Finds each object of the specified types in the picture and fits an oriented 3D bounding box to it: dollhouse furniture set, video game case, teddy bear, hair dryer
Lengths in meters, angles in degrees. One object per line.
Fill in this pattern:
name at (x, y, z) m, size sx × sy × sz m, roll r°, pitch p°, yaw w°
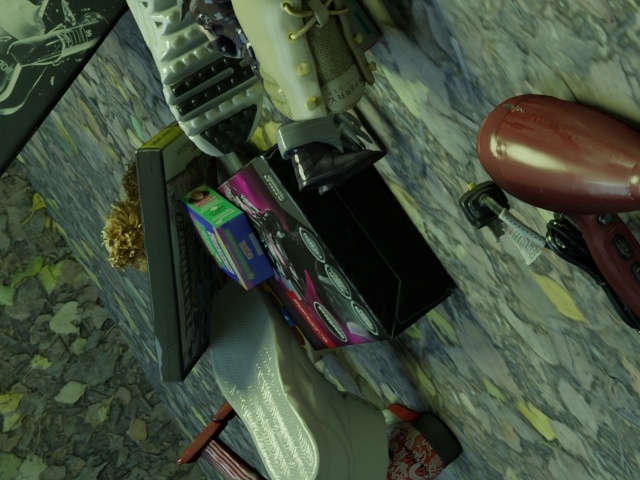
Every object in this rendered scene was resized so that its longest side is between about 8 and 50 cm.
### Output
dollhouse furniture set at (-0.053, 0.311, 2.571) m, size 0.201 × 0.152 × 0.374 m, roll 40°, pitch 178°, yaw 7°
video game case at (-0.159, -0.001, 2.199) m, size 0.248 × 0.035 × 0.275 m, roll -57°, pitch -37°, yaw -72°
teddy bear at (-0.155, 0.035, 2.427) m, size 0.338 × 0.113 × 0.245 m, roll 55°, pitch -152°, yaw -15°
hair dryer at (0.209, -0.020, 1.350) m, size 0.223 × 0.080 × 0.293 m, roll 36°, pitch 169°, yaw 9°

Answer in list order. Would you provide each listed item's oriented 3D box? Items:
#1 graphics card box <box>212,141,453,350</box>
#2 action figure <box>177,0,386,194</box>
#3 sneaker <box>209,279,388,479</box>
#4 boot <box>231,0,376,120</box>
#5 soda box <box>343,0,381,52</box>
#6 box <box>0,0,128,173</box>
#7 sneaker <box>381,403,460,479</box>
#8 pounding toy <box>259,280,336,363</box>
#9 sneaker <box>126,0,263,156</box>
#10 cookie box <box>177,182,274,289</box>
graphics card box at (0.000, 0.000, 2.013) m, size 0.233 × 0.094 × 0.371 m, roll 55°, pitch 166°, yaw -4°
action figure at (-0.051, -0.179, 1.760) m, size 0.285 × 0.099 × 0.185 m, roll 58°, pitch 174°, yaw 4°
sneaker at (-0.021, 0.183, 2.209) m, size 0.169 × 0.108 × 0.292 m, roll 17°, pitch -138°, yaw -48°
boot at (-0.006, -0.198, 1.459) m, size 0.262 × 0.095 × 0.203 m, roll 4°, pitch 120°, yaw 62°
soda box at (-0.025, -0.230, 1.612) m, size 0.183 × 0.058 × 0.063 m, roll 56°, pitch 167°, yaw -3°
box at (-0.443, -0.276, 2.200) m, size 0.343 × 0.312 × 0.179 m, roll 36°, pitch 168°, yaw -7°
sneaker at (0.072, 0.282, 2.335) m, size 0.090 × 0.145 × 0.270 m, roll 55°, pitch 167°, yaw -3°
pounding toy at (-0.038, 0.076, 2.307) m, size 0.141 × 0.100 × 0.130 m, roll 47°, pitch 164°, yaw 29°
sneaker at (-0.146, -0.230, 1.961) m, size 0.292 × 0.110 × 0.118 m, roll 68°, pitch 170°, yaw -19°
cookie box at (-0.106, -0.005, 2.077) m, size 0.107 × 0.040 × 0.092 m, roll 34°, pitch 154°, yaw 56°
